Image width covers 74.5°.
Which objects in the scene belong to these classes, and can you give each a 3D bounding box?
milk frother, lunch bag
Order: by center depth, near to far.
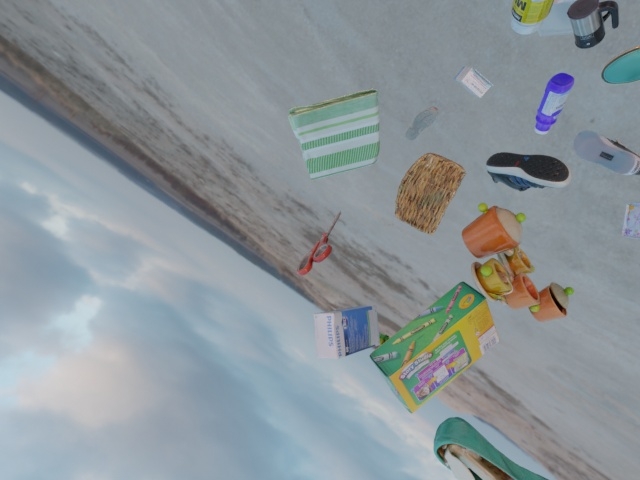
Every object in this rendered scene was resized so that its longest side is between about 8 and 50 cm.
[{"bbox_3d":[0.409,-0.021,0.480,0.071,0.053,0.083,-2,-167,-22],"label":"lunch bag"},{"bbox_3d":[0.844,-0.708,1.311,0.129,0.143,0.134,-19,148,32],"label":"milk frother"}]

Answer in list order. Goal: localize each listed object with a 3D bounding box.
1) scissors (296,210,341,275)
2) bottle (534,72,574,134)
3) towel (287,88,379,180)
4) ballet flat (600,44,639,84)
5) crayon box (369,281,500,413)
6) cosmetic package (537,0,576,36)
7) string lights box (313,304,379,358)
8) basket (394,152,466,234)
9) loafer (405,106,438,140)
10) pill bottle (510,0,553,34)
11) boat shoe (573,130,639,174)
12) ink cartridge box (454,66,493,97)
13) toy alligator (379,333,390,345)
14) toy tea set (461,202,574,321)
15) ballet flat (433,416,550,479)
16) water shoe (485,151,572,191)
[{"bbox_3d":[0.000,0.000,1.127,0.021,0.109,0.297,46,-157,-14],"label":"scissors"},{"bbox_3d":[1.053,-0.613,1.921,0.092,0.118,0.283,43,159,30],"label":"bottle"},{"bbox_3d":[0.054,-0.302,1.253,0.325,0.247,0.038,69,-171,-64],"label":"towel"},{"bbox_3d":[0.828,-0.458,1.032,0.248,0.086,0.086,-16,141,32],"label":"ballet flat"},{"bbox_3d":[0.266,0.244,0.962,0.165,0.278,0.081,59,171,-34],"label":"crayon box"},{"bbox_3d":[0.872,-0.861,1.500,0.197,0.155,0.365,10,-169,31],"label":"cosmetic package"},{"bbox_3d":[0.089,0.279,1.313,0.076,0.133,0.259,-9,172,35],"label":"string lights box"},{"bbox_3d":[0.434,-0.206,1.733,0.213,0.299,0.223,27,-161,8],"label":"basket"},{"bbox_3d":[0.276,-0.324,1.145,0.045,0.039,0.125,38,146,-5],"label":"loafer"},{"bbox_3d":[0.660,-0.750,1.302,0.119,0.119,0.208,33,176,19],"label":"pill bottle"},{"bbox_3d":[1.126,-0.339,1.633,0.104,0.113,0.306,7,-153,-20],"label":"boat shoe"},{"bbox_3d":[0.596,-0.618,1.644,0.104,0.061,0.181,35,-158,-11],"label":"ink cartridge box"},{"bbox_3d":[0.270,0.415,1.737,0.056,0.051,0.190,36,-160,-28],"label":"toy alligator"},{"bbox_3d":[0.438,0.053,0.893,0.336,0.124,0.200,25,-136,-35],"label":"toy tea set"},{"bbox_3d":[0.268,0.361,0.603,0.247,0.087,0.083,30,129,35],"label":"ballet flat"},{"bbox_3d":[0.486,-0.154,0.980,0.203,0.073,0.080,34,168,50],"label":"water shoe"}]
